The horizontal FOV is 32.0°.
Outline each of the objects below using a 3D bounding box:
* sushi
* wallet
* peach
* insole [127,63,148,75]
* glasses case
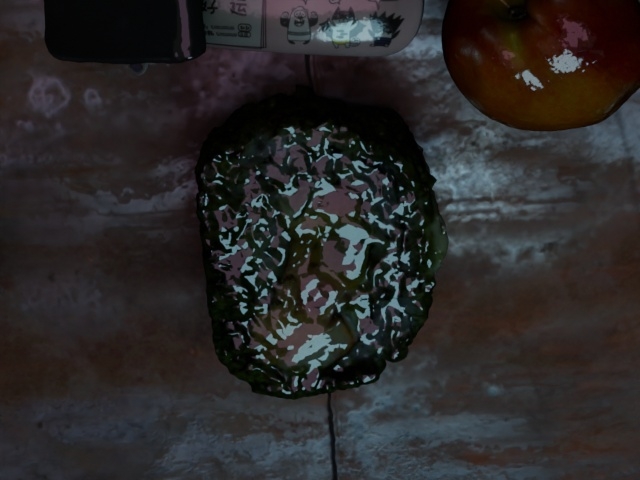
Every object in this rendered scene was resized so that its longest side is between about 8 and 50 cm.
[{"bbox_3d":[0.000,0.000,1.344,0.294,0.178,0.352,-3,111,-2],"label":"sushi"},{"bbox_3d":[-0.228,-0.382,1.207,0.197,0.051,0.378,3,108,16],"label":"wallet"},{"bbox_3d":[0.252,-0.219,1.221,0.243,0.243,0.200,18,86,-8],"label":"peach"},{"bbox_3d":[-0.218,-0.286,1.284,0.004,0.065,0.197,-21,120,-39],"label":"insole"},{"bbox_3d":[-0.038,-0.275,1.275,0.314,0.075,0.122,4,113,0],"label":"glasses case"}]
